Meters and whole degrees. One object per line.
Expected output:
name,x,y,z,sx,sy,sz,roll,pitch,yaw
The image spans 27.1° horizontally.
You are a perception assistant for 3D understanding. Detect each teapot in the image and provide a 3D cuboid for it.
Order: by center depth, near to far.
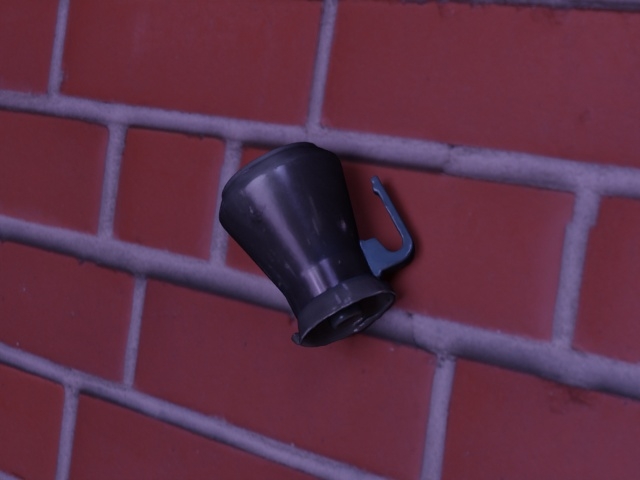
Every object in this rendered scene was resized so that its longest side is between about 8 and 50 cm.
teapot,0.000,0.000,1.658,0.203,0.171,0.225,-29,73,3
